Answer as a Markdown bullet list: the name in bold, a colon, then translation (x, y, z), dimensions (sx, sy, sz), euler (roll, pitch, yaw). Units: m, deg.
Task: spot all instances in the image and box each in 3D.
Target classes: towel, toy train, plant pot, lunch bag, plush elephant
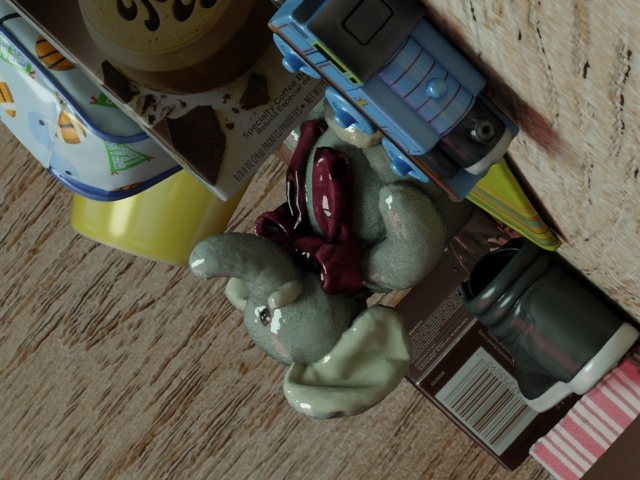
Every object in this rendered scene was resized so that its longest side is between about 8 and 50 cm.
- **towel**: translation (0.117, -0.066, 1.254), dimensions (0.102, 0.021, 0.237), euler (35, 174, 32)
- **toy train**: translation (0.046, -0.102, 1.018), dimensions (0.184, 0.080, 0.105), euler (43, 172, -13)
- **plant pot**: translation (-0.177, -0.105, 1.886), dimensions (0.254, 0.239, 0.254), euler (18, -175, -2)
- **towel**: translation (0.292, 0.191, 1.504), dimensions (0.144, 0.029, 0.197), euler (42, 137, 7)
- **lunch bag**: translation (-0.165, -0.181, 1.319), dimensions (0.303, 0.243, 0.115), euler (46, 148, 15)
- **plush elephant**: translation (0.000, 0.000, 1.499), dimensions (0.330, 0.255, 0.272), euler (44, 178, -39)

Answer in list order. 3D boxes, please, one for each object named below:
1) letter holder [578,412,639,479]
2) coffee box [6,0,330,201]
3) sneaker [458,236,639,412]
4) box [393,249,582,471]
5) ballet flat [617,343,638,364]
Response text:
- **letter holder**: translation (0.264, 0.267, 1.308), dimensions (0.152, 0.302, 0.214), euler (43, 178, 1)
- **coffee box**: translation (-0.124, -0.191, 1.114), dimensions (0.297, 0.168, 0.119), euler (43, 178, -24)
- **sneaker**: translation (0.198, 0.072, 1.520), dimensions (0.147, 0.104, 0.296), euler (44, 173, 6)
- **box**: translation (0.189, 0.130, 1.913), dimensions (0.168, 0.167, 0.203), euler (43, 179, -19)
- **ballet flat**: translation (0.325, 0.182, 1.561), dimensions (0.221, 0.079, 0.077), euler (45, 179, -42)
